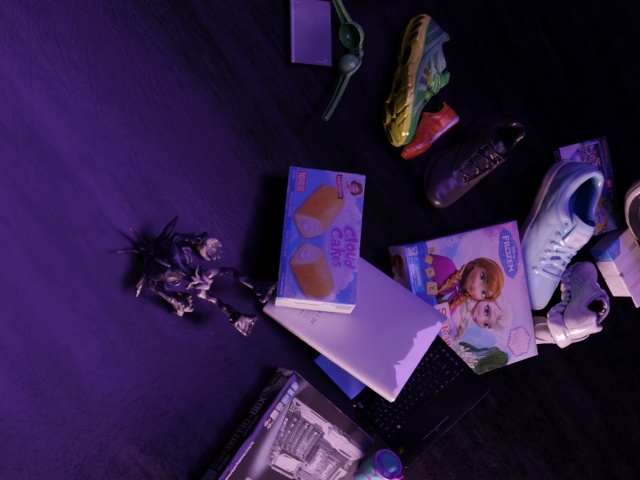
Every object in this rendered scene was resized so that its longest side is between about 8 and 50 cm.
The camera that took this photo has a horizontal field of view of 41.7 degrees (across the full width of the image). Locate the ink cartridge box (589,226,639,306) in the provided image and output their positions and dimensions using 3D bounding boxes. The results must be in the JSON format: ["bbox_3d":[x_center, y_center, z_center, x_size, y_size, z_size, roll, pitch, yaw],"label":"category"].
[{"bbox_3d":[0.762,0.068,2.107,0.104,0.060,0.180,-38,106,-25],"label":"ink cartridge box"}]

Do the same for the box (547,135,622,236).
[{"bbox_3d":[0.651,-0.126,2.061,0.159,0.044,0.233,-15,96,-28],"label":"box"}]

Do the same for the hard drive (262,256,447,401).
[{"bbox_3d":[0.069,0.146,1.660,0.308,0.040,0.203,35,72,5],"label":"hard drive"}]

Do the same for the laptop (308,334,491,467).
[{"bbox_3d":[0.158,0.268,1.688,0.234,0.264,0.136,-43,145,-1],"label":"laptop"}]

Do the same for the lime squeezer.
[{"bbox_3d":[0.049,-0.390,1.716,0.110,0.059,0.310,7,83,-62],"label":"lime squeezer"}]

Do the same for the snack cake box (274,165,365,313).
[{"bbox_3d":[0.000,0.000,1.627,0.152,0.089,0.264,6,74,-4],"label":"snack cake box"}]

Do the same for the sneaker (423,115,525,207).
[{"bbox_3d":[0.338,-0.181,1.845,0.286,0.130,0.109,-48,112,-20],"label":"sneaker"}]

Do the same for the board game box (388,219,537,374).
[{"bbox_3d":[0.322,0.137,1.861,0.318,0.066,0.318,-13,95,-28],"label":"board game box"}]

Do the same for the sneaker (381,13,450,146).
[{"bbox_3d":[0.217,-0.337,1.794,0.124,0.109,0.295,20,79,-23],"label":"sneaker"}]

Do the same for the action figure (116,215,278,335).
[{"bbox_3d":[-0.227,0.066,1.528,0.276,0.141,0.164,29,85,4],"label":"action figure"}]

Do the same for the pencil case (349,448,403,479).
[{"bbox_3d":[0.099,0.476,1.684,0.064,0.151,0.070,-28,74,-44],"label":"pencil case"}]

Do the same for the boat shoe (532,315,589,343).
[{"bbox_3d":[0.559,0.217,1.990,0.184,0.063,0.066,10,84,-28],"label":"boat shoe"}]

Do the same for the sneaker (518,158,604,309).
[{"bbox_3d":[0.545,-0.009,1.922,0.135,0.150,0.365,13,93,-21],"label":"sneaker"}]

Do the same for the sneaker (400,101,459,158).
[{"bbox_3d":[0.227,-0.237,1.834,0.067,0.064,0.175,47,62,2],"label":"sneaker"}]

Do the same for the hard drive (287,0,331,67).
[{"bbox_3d":[-0.023,-0.423,1.714,0.094,0.022,0.135,-1,89,-29],"label":"hard drive"}]

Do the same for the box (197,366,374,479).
[{"bbox_3d":[-0.072,0.442,1.631,0.242,0.076,0.307,45,69,-20],"label":"box"}]

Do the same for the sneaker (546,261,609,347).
[{"bbox_3d":[0.620,0.139,1.956,0.110,0.118,0.292,56,38,-14],"label":"sneaker"}]

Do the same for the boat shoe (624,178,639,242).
[{"bbox_3d":[0.884,0.025,2.044,0.187,0.156,0.500,-25,128,17],"label":"boat shoe"}]
